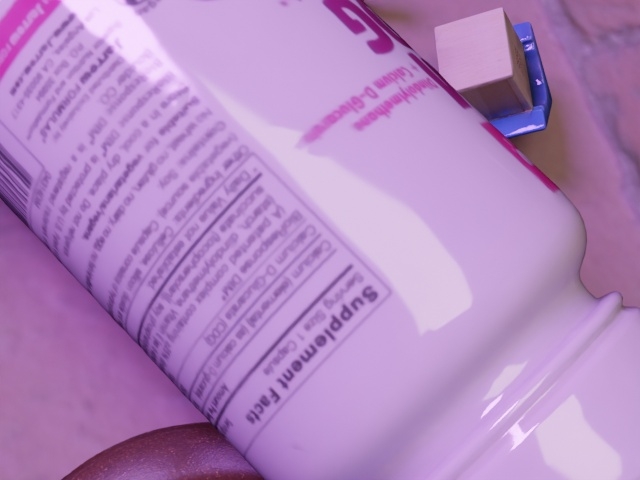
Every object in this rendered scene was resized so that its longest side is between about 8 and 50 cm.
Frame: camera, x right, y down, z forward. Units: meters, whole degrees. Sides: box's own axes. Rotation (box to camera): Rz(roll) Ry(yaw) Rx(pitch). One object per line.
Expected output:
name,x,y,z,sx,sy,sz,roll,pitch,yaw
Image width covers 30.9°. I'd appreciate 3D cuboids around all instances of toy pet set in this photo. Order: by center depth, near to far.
toy pet set,0.051,-0.078,0.579,0.114,0.065,0.122,-13,64,21

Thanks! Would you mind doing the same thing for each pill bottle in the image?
pill bottle,0.000,0.000,0.459,0.283,0.160,0.160,45,65,9

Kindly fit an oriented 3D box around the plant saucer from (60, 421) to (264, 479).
plant saucer,-0.038,0.166,0.459,0.199,0.036,0.198,5,68,-13
